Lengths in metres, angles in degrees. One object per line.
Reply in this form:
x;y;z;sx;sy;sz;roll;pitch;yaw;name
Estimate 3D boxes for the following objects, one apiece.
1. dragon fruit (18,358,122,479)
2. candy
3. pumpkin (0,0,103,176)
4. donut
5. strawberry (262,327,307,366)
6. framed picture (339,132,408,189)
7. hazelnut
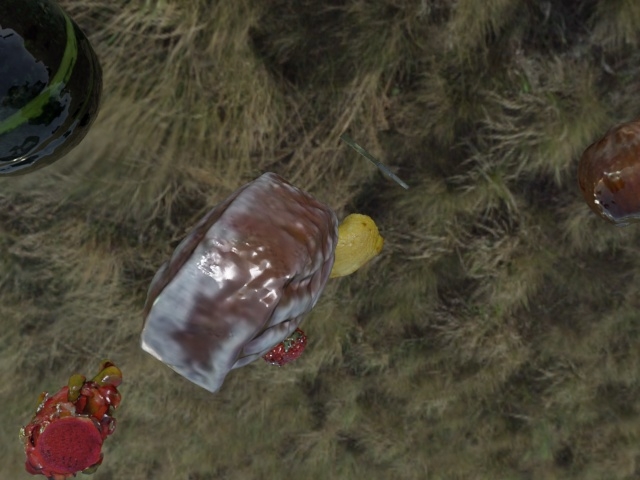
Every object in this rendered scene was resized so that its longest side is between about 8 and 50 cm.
-0.389;0.282;0.997;0.149;0.208;0.133;-6;133;33;dragon fruit
-0.077;0.038;0.680;0.157;0.289;0.214;33;116;0;candy
-0.425;-0.232;0.761;0.241;0.323;0.323;-41;141;-5;pumpkin
0.000;0.000;1.499;0.294;0.151;0.112;5;135;10;donut
-0.070;0.172;1.035;0.083;0.083;0.096;12;157;-18;strawberry
0.146;-0.209;1.648;0.015;0.150;0.203;-51;149;9;framed picture
0.429;-0.094;0.836;0.154;0.143;0.143;-25;139;30;hazelnut
